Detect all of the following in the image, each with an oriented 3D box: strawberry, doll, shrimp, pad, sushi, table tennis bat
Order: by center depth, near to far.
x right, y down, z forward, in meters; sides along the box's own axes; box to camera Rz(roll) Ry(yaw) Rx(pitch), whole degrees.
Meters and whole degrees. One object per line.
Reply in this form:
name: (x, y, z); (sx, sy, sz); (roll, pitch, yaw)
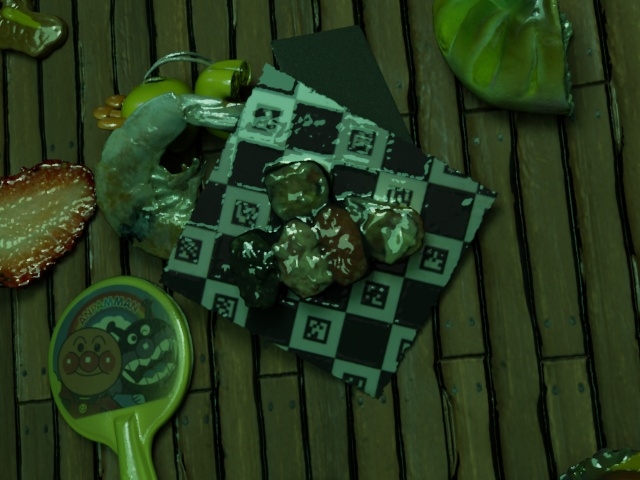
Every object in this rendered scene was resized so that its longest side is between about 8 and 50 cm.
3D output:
sushi: (0.000, 0.000, 1.249); (0.339, 0.069, 0.320); (29, 99, 0)
shrimp: (-0.130, -0.079, 1.326); (0.360, 0.085, 0.246); (-1, 113, 10)
pad: (0.032, -0.186, 1.326); (0.143, 0.003, 0.211); (-16, 75, -24)
doll: (-0.204, -0.184, 1.377); (0.221, 0.143, 0.135); (2, 122, 16)
table tennis bat: (-0.270, 0.228, 1.381); (0.224, 0.054, 0.368); (-16, 75, 15)
strawberry: (-0.416, -0.023, 1.453); (0.208, 0.087, 0.167); (-20, 97, -12)

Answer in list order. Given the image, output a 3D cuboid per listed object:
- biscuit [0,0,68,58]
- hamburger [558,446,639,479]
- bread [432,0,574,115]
biscuit: (-0.516, -0.373, 1.541); (0.295, 0.044, 0.185); (4, 82, 17)
hamburger: (0.350, 0.359, 1.130); (0.262, 0.139, 0.243); (-27, 74, 11)
bread: (0.223, -0.260, 1.245); (0.156, 0.158, 0.260); (-46, 71, 10)
